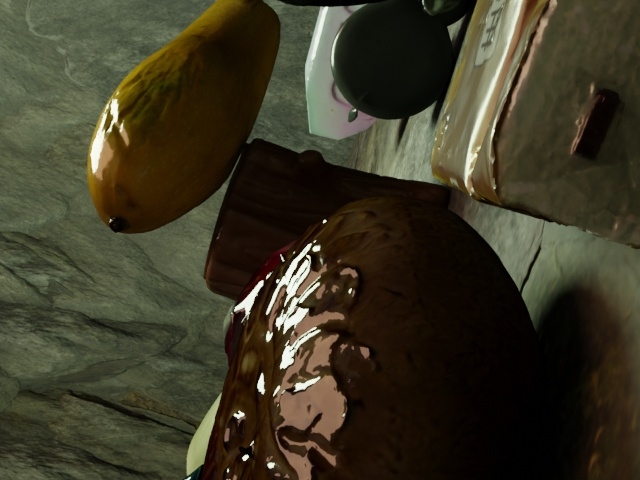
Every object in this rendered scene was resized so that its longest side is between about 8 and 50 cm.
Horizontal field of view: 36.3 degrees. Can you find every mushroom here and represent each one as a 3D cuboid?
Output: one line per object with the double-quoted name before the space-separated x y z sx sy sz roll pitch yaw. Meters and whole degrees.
"mushroom" 0.019 0.120 0.555 0.278 0.163 0.297 -134 59 -86

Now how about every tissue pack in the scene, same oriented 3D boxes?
"tissue pack" 0.126 -0.099 0.470 0.226 0.092 0.183 -76 2 -83

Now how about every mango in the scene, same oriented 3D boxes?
"mango" -0.142 -0.139 1.065 0.187 0.144 0.359 -55 6 42

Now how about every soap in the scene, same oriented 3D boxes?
"soap" 0.081 -0.322 1.607 0.109 0.192 0.324 -78 5 -63

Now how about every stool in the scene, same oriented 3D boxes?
"stool" 0.115 -0.253 1.296 0.228 0.153 0.139 -30 8 9

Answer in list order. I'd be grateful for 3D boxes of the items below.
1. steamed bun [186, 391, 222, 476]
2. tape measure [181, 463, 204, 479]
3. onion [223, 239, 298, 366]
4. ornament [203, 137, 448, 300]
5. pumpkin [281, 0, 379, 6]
"steamed bun" -0.079 0.276 1.414 0.225 0.200 0.170 -58 34 33
"tape measure" -0.046 0.259 0.941 0.199 0.112 0.186 -40 17 -11
"onion" 0.012 0.083 0.816 0.200 0.200 0.207 113 179 -67
"ornament" 0.000 0.000 1.051 0.221 0.217 0.235 110 177 -47
"pumpkin" 0.029 -0.463 1.038 0.344 0.454 0.454 62 145 40
